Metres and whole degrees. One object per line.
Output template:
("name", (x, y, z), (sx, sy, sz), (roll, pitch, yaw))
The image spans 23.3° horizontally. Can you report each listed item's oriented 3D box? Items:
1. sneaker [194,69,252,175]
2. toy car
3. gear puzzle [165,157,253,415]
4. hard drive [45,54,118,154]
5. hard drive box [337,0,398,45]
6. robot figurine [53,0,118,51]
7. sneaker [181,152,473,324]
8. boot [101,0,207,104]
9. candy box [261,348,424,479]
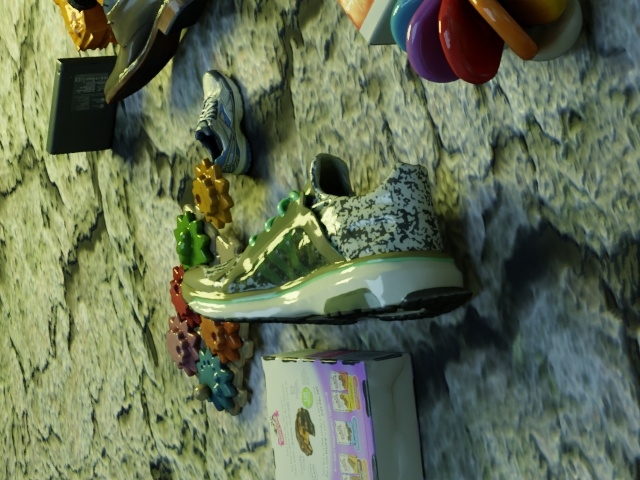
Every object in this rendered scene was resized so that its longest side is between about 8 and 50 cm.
("sneaker", (-0.125, -0.144, 1.886), (0.052, 0.058, 0.135), (-29, 73, 52))
("toy car", (0.135, -0.204, 1.414), (0.182, 0.159, 0.136), (16, 73, 51))
("gear puzzle", (-0.143, 0.055, 1.921), (0.175, 0.044, 0.339), (42, 137, 41))
("hard drive", (-0.322, -0.184, 2.114), (0.022, 0.094, 0.135), (37, 125, 43))
("hard drive box", (0.086, -0.339, 1.538), (0.181, 0.089, 0.232), (57, 137, 31))
("robot figurine", (-0.320, -0.413, 2.076), (0.211, 0.085, 0.291), (-36, 68, 50))
("sneaker", (0.000, 0.000, 1.696), (0.410, 0.158, 0.182), (-6, 81, 46))
("boot", (-0.234, -0.273, 1.969), (0.106, 0.082, 0.219), (50, 126, 8))
("candy box", (0.023, 0.208, 1.743), (0.196, 0.070, 0.165), (-2, 95, 53))
